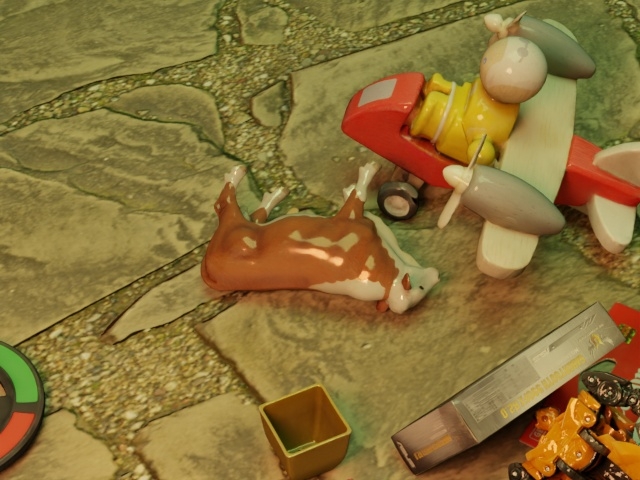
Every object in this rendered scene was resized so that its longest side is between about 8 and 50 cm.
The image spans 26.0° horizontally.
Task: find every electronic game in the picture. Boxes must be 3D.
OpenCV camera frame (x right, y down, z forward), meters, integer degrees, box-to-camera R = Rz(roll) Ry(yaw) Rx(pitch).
[{"bbox_3d":[-0.441,0.201,1.640,0.229,0.048,0.229,0,44,0],"label":"electronic game"}]

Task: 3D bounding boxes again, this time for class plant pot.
[{"bbox_3d":[-0.018,0.228,1.582,0.081,0.083,0.081,-19,48,-18],"label":"plant pot"}]

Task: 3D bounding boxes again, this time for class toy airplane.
[{"bbox_3d":[0.268,-0.142,1.819,0.384,0.272,0.386,-21,48,-20],"label":"toy airplane"}]

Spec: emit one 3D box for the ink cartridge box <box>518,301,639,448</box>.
[{"bbox_3d":[0.405,0.185,1.641,0.239,0.060,0.275,26,51,23],"label":"ink cartridge box"}]

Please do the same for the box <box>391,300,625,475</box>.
[{"bbox_3d":[0.210,0.169,1.570,0.231,0.183,0.056,-30,82,-27],"label":"box"}]

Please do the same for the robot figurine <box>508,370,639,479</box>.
[{"bbox_3d":[0.339,0.279,1.478,0.291,0.085,0.211,45,104,31],"label":"robot figurine"}]

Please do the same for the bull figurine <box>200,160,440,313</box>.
[{"bbox_3d":[0.000,0.000,1.781,0.310,0.101,0.188,2,62,7],"label":"bull figurine"}]

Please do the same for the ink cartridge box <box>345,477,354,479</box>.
[{"bbox_3d":[0.013,0.403,1.384,0.197,0.114,0.273,-21,49,-19],"label":"ink cartridge box"}]
